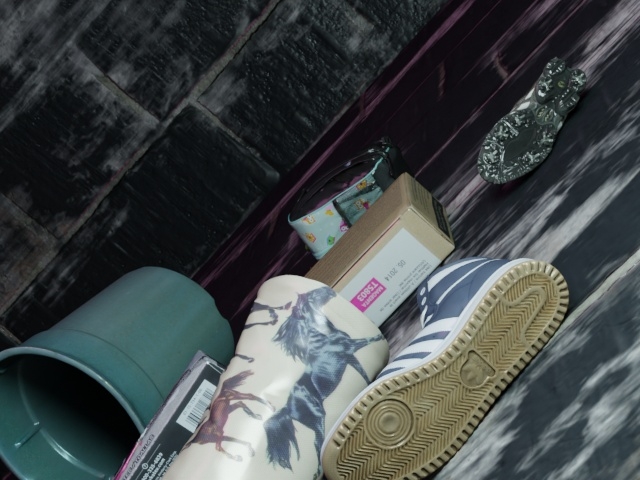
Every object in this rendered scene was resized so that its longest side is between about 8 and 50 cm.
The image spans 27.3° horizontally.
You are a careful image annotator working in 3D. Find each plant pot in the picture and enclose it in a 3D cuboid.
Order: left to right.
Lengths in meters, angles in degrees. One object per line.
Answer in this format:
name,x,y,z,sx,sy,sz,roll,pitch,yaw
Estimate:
plant pot,-0.330,0.231,2.188,0.341,0.341,0.334,-41,5,40

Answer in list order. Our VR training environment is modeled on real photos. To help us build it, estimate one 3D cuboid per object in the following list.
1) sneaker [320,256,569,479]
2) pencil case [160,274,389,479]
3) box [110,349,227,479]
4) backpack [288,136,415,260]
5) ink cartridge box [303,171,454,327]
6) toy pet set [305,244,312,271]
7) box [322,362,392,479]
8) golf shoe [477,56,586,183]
sneaker,0.102,0.121,1.254,0.282,0.099,0.153,-43,14,-6
pencil case,-0.069,0.226,1.323,0.410,0.160,0.183,-62,4,-31
box,-0.140,0.272,1.507,0.247,0.163,0.142,-57,8,-5
backpack,0.051,-0.049,1.995,0.188,0.144,0.166,-26,17,17
ink cartridge box,0.068,0.037,1.778,0.235,0.088,0.193,-46,11,14
toy pet set,0.000,0.000,2.139,0.114,0.122,0.065,-30,39,-34
box,0.044,0.200,1.434,0.137,0.027,0.094,-46,9,21
golf shoe,0.264,-0.137,1.670,0.198,0.077,0.094,-48,-6,-18
